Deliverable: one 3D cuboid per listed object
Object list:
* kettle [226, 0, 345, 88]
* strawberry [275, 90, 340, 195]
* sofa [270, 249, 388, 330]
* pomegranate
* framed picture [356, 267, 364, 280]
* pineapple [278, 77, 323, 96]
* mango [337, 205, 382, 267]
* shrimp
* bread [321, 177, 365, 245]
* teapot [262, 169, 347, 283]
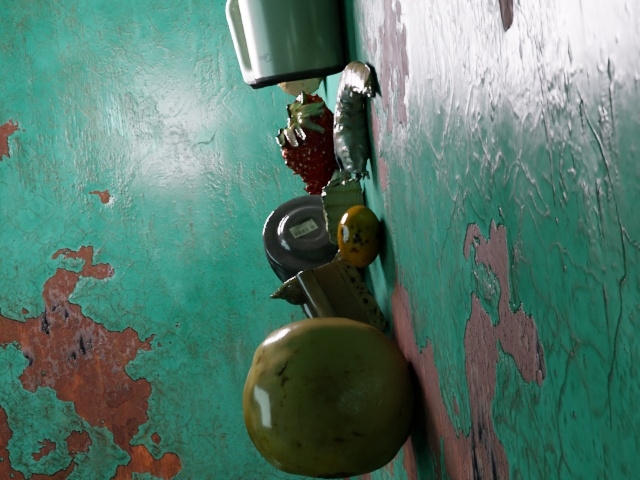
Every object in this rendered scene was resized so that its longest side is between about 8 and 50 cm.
[{"bbox_3d":[-0.110,-0.564,2.015,0.361,0.250,0.376,1,103,47],"label":"kettle"},{"bbox_3d":[0.011,-0.252,2.301,0.306,0.138,0.233,50,-135,-49],"label":"strawberry"},{"bbox_3d":[0.017,0.163,1.862,0.200,0.182,0.258,59,171,10],"label":"sofa"},{"bbox_3d":[0.015,0.287,1.572,0.332,0.333,0.332,174,90,-86],"label":"pomegranate"},{"bbox_3d":[0.107,0.160,2.175,0.173,0.010,0.231,92,171,-62],"label":"framed picture"},{"bbox_3d":[-0.074,-0.578,2.603,0.170,0.141,0.310,-42,40,38],"label":"pineapple"},{"bbox_3d":[0.081,-0.003,1.736,0.178,0.090,0.115,84,-171,-70],"label":"mango"},{"bbox_3d":[0.076,-0.266,1.705,0.287,0.068,0.185,108,153,-57],"label":"shrimp"},{"bbox_3d":[0.059,-0.068,1.964,0.110,0.103,0.156,-22,-68,-82],"label":"bread"},{"bbox_3d":[-0.022,0.007,2.159,0.239,0.240,0.321,85,176,-54],"label":"teapot"}]
